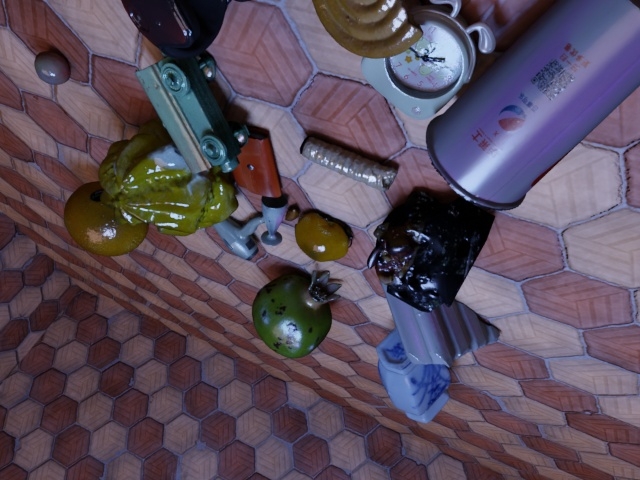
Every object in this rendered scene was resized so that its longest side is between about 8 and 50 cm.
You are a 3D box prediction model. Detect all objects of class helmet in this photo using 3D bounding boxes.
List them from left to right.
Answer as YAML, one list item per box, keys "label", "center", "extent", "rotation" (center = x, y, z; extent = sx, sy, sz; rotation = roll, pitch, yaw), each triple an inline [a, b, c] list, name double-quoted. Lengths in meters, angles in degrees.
- label: "helmet"
  center: [-0.214, -0.396, 0.671]
  extent: [0.193, 0.189, 0.216]
  rotation: [35, 154, 6]

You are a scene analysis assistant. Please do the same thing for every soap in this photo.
- label: "soap"
  center: [0.346, 0.200, 1.270]
  extent: [0.159, 0.257, 0.302]
  rotation: [-37, 68, 58]

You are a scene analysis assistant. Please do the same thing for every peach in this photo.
- label: "peach"
  center: [-0.680, -0.437, 1.091]
  extent: [0.083, 0.083, 0.083]
  rotation: [20, 149, 13]

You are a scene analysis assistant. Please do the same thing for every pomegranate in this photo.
- label: "pomegranate"
  center: [-0.079, 0.248, 1.453]
  extent: [0.291, 0.291, 0.323]
  rotation: [38, 148, -16]

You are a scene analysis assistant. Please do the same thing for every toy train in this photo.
- label: "toy train"
  center: [-0.282, -0.275, 0.934]
  extent: [0.177, 0.116, 0.285]
  rotation: [-6, 123, 33]

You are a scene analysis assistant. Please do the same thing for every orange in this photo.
- label: "orange"
  center: [-0.746, -0.076, 1.507]
  extent: [0.274, 0.274, 0.274]
  rotation: [20, 149, 13]
- label: "orange"
  center: [0.000, 0.000, 1.187]
  extent: [0.170, 0.112, 0.160]
  rotation: [-16, 129, 35]

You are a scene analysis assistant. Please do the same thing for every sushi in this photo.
- label: "sushi"
  center: [0.221, 0.017, 0.966]
  extent: [0.212, 0.215, 0.227]
  rotation: [31, 170, 4]

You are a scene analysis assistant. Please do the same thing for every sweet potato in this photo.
- label: "sweet potato"
  center: [-0.080, -0.073, 1.208]
  extent: [0.034, 0.034, 0.095]
  rotation: [35, 160, -11]

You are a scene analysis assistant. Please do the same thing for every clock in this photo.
- label: "clock"
  center: [0.165, -0.286, 0.661]
  extent: [0.151, 0.062, 0.191]
  rotation: [37, 148, -13]

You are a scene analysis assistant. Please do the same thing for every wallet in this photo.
- label: "wallet"
  center: [-0.176, -0.198, 1.081]
  extent: [0.142, 0.045, 0.204]
  rotation: [17, 148, 17]

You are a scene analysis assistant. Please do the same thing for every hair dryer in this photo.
- label: "hair dryer"
  center: [-0.268, -0.074, 1.339]
  extent: [0.229, 0.092, 0.267]
  rotation: [34, 136, 2]

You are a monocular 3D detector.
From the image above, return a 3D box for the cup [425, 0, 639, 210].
- label: "cup"
  center: [0.305, -0.198, 0.583]
  extent: [0.203, 0.203, 0.288]
  rotation: [30, 143, -4]

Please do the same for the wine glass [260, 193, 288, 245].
- label: "wine glass"
  center: [-0.130, -0.058, 1.203]
  extent: [0.073, 0.073, 0.155]
  rotation: [21, 139, 11]

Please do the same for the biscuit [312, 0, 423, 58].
- label: "biscuit"
  center: [0.043, -0.355, 0.617]
  extent: [0.144, 0.033, 0.224]
  rotation: [-22, 104, 53]

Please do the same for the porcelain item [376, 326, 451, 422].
- label: "porcelain item"
  center: [0.329, 0.467, 1.490]
  extent: [0.178, 0.242, 0.405]
  rotation: [34, 159, 44]

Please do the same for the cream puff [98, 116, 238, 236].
- label: "cream puff"
  center: [-0.427, -0.135, 1.152]
  extent: [0.378, 0.275, 0.378]
  rotation: [20, 150, 12]

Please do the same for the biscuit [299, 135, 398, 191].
- label: "biscuit"
  center: [0.057, -0.169, 0.930]
  extent: [0.219, 0.055, 0.061]
  rotation: [24, 139, 6]
